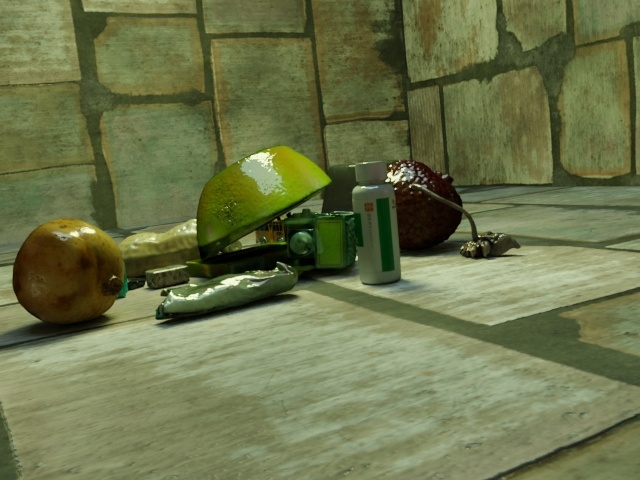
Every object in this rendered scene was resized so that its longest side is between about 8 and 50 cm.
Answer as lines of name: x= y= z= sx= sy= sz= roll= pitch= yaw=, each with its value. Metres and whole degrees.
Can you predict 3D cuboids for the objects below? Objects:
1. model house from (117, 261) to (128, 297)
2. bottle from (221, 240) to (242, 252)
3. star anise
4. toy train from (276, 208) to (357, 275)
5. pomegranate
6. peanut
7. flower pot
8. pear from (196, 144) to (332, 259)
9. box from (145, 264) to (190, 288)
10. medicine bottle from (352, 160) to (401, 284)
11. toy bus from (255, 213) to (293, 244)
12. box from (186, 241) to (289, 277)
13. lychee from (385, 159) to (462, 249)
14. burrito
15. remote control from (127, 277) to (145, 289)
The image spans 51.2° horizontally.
model house: x=-0.520 y=0.089 z=1.573 sx=0.127 sy=0.100 sz=0.149 roll=0 pitch=8 yaw=34
bottle: x=-0.292 y=0.021 z=2.127 sx=0.063 sy=0.047 sz=0.101 roll=23 pitch=-16 yaw=-36
star anise: x=0.357 y=-0.060 z=1.639 sx=0.219 sy=0.227 sz=0.148 roll=-14 pitch=9 yaw=27
toy train: x=0.000 y=0.000 z=1.661 sx=0.188 sy=0.158 sz=0.272 roll=-1 pitch=4 yaw=9
pomegranate: x=-0.495 y=0.069 z=1.332 sx=0.216 sy=0.215 sz=0.215 roll=-6 pitch=8 yaw=1
peanut: x=-0.423 y=0.029 z=1.837 sx=0.314 sy=0.149 sz=0.149 roll=-9 pitch=8 yaw=-8
flower pot: x=0.147 y=-0.118 z=2.075 sx=0.380 sy=0.250 sz=0.379 roll=-4 pitch=8 yaw=1
pear: x=-0.172 y=-0.120 z=1.718 sx=0.399 sy=0.165 sz=0.399 roll=-30 pitch=3 yaw=2
box: x=-0.380 y=0.089 z=1.662 sx=0.098 sy=0.044 sz=0.062 roll=-13 pitch=9 yaw=-37
medicine bottle: x=0.119 y=-0.039 z=1.435 sx=0.095 sy=0.259 sz=0.095 roll=-4 pitch=9 yaw=1
toy bus: x=-0.127 y=-0.037 z=2.191 sx=0.182 sy=0.103 sz=0.091 roll=2 pitch=11 yaw=43
box: x=-0.187 y=0.051 z=1.815 sx=0.173 sy=0.043 sz=0.311 roll=1 pitch=11 yaw=43
lychee: x=0.255 y=-0.089 z=1.813 sx=0.261 sy=0.260 sz=0.260 roll=-6 pitch=8 yaw=1
burrito: x=-0.185 y=0.102 z=1.338 sx=0.309 sy=0.066 sz=0.096 roll=-14 pitch=13 yaw=-31
remote control: x=-0.552 y=0.108 z=1.730 sx=0.245 sy=0.025 sz=0.063 roll=-1 pitch=8 yaw=37
